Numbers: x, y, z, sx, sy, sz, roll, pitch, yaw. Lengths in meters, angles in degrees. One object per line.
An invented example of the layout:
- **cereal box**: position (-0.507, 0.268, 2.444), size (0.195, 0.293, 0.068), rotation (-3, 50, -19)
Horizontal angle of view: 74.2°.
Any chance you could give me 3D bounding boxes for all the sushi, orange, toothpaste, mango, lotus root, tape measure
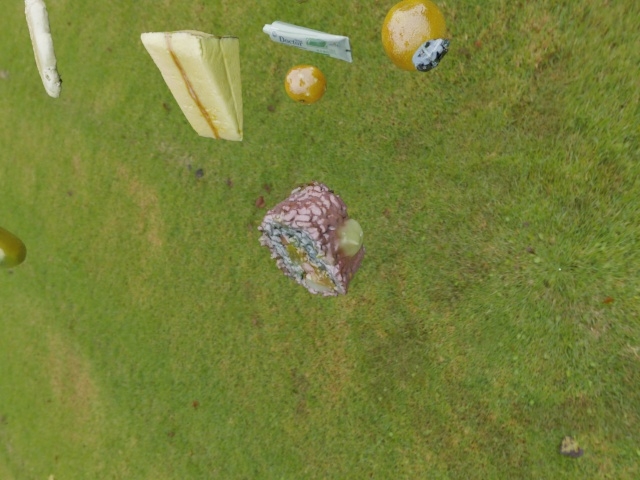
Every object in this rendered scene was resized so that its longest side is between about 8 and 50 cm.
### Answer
- **sushi**: position (0.000, 0.000, 1.025), size (0.237, 0.171, 0.270), rotation (-4, 125, 46)
- **orange**: position (-0.055, -0.565, 1.546), size (0.156, 0.156, 0.124), rotation (5, 75, 30)
- **toothpaste**: position (-0.030, -0.424, 0.891), size (0.218, 0.064, 0.041), rotation (25, 73, 21)
- **orange**: position (0.322, -0.708, 1.460), size (0.236, 0.236, 0.236), rotation (-2, 86, 29)
- **mango**: position (-0.640, 0.001, 0.782), size (0.191, 0.122, 0.085), rotation (28, 78, -12)
- **lotus root**: position (-0.076, -0.172, 1.715), size (0.209, 0.120, 0.120), rotation (178, 95, -69)
- **tape measure**: position (0.300, -0.508, 1.167), size (0.091, 0.054, 0.094), rotation (-58, 30, -2)

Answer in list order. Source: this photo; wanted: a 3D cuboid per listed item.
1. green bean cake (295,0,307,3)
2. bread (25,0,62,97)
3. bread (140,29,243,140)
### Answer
- **green bean cake**: position (-0.056, -1.021, 1.520), size (0.233, 0.236, 0.124), rotation (-38, 64, 5)
- **bread**: position (-0.862, -0.610, 1.315), size (0.316, 0.054, 0.315), rotation (29, 126, 51)
- **bread**: position (-0.292, -0.358, 1.011), size (0.168, 0.163, 0.263), rotation (11, 118, 22)
